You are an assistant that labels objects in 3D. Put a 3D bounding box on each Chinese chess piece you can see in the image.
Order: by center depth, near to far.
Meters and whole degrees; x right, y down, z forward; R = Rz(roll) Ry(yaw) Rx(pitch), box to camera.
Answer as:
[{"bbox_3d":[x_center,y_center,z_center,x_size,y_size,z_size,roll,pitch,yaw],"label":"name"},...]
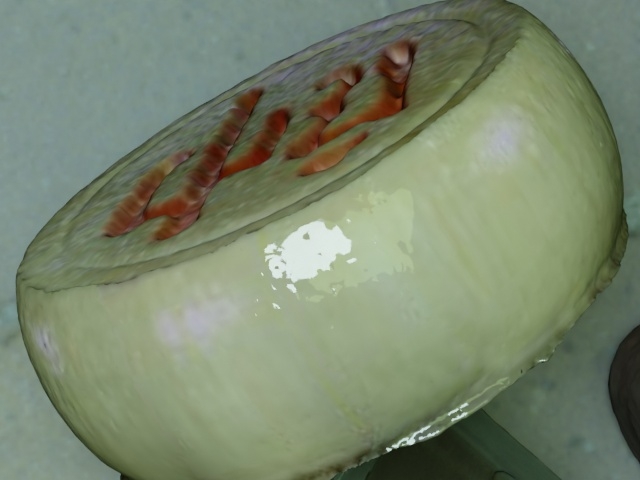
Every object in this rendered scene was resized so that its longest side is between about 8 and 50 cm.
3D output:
[{"bbox_3d":[0.000,0.000,0.746,0.270,0.270,0.112,-33,108,-12],"label":"Chinese chess piece"}]

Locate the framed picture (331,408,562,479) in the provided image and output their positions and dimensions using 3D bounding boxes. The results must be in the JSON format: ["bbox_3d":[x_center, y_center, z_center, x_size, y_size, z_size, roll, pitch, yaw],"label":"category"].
[{"bbox_3d":[0.023,0.316,0.768,0.326,0.028,0.446,42,73,-29],"label":"framed picture"}]

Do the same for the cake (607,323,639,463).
[{"bbox_3d":[0.323,0.115,0.824,0.237,0.230,0.309,-37,94,-10],"label":"cake"}]
